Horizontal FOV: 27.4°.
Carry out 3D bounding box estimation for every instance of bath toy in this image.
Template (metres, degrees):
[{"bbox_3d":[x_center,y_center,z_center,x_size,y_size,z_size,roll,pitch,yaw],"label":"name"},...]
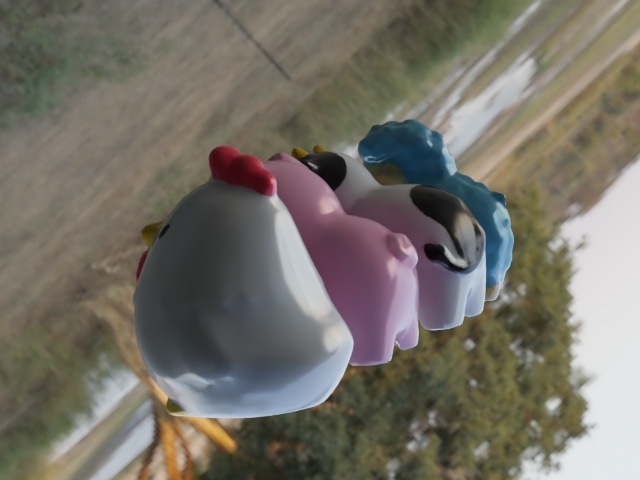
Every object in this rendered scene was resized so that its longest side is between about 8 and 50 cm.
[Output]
[{"bbox_3d":[0.000,0.000,0.746,0.151,0.129,0.348,-2,-172,23],"label":"bath toy"}]
